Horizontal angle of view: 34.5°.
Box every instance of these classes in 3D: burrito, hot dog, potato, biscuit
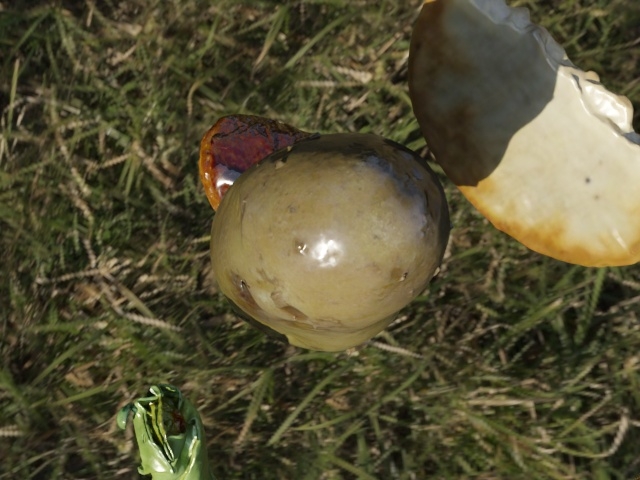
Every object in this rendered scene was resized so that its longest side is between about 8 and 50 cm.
[{"bbox_3d":[-0.097,0.213,0.786,0.054,0.288,0.104,-10,48,-2],"label":"burrito"},{"bbox_3d":[-0.046,-0.080,1.314,0.227,0.099,0.160,23,68,-1],"label":"hot dog"},{"bbox_3d":[0.000,0.000,0.772,0.165,0.262,0.165,3,74,-9],"label":"potato"},{"bbox_3d":[0.194,-0.088,0.942,0.309,0.204,0.040,45,55,7],"label":"biscuit"}]

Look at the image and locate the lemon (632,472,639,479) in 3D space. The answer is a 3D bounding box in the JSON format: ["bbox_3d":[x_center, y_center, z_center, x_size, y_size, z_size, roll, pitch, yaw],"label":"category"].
[{"bbox_3d":[0.243,0.187,0.472,0.288,0.233,0.233,-15,82,-13],"label":"lemon"}]
